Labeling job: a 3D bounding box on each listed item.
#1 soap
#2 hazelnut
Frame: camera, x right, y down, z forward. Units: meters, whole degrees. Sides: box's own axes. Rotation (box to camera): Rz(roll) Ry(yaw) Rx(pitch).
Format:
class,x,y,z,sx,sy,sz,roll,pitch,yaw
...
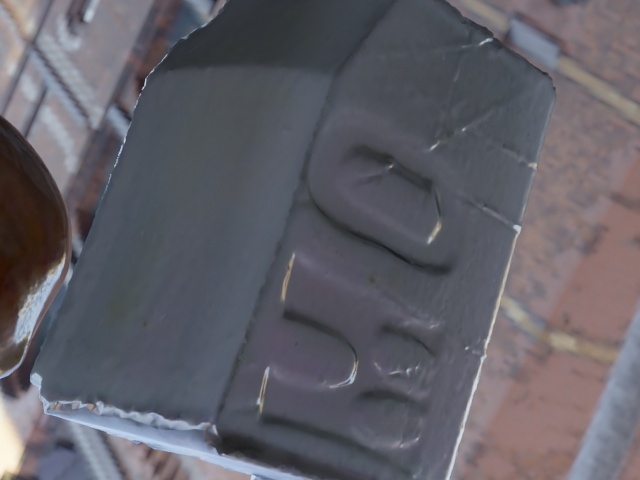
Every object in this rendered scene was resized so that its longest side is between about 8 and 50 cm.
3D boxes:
class,x,y,z,sx,sy,sz,roll,pitch,yaw
soap,0.000,0.000,1.395,0.213,0.435,0.350,7,164,43
hazelnut,-0.462,0.002,1.750,0.366,0.366,0.366,25,-165,-7
